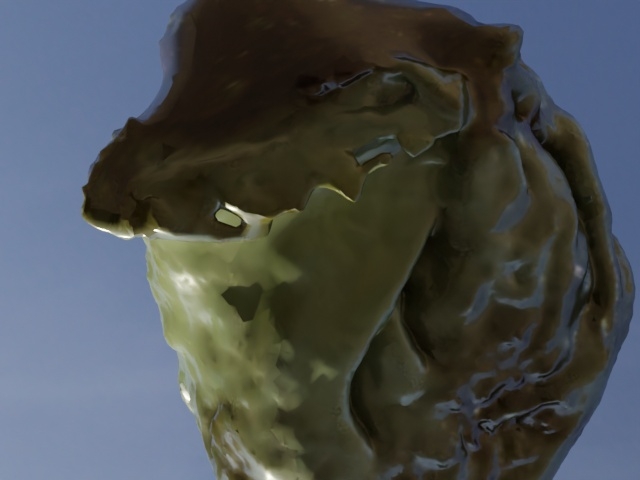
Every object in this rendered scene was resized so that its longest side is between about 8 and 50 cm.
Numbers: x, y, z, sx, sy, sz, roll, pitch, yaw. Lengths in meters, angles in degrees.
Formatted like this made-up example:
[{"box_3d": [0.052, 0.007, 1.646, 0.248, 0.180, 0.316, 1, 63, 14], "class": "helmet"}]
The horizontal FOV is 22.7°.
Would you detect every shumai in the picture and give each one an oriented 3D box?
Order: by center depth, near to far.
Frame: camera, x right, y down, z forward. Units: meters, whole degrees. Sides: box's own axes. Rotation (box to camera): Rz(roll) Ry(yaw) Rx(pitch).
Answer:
[{"box_3d": [0.000, 0.006, 0.491, 0.184, 0.142, 0.184, -15, -117, 31], "class": "shumai"}]
